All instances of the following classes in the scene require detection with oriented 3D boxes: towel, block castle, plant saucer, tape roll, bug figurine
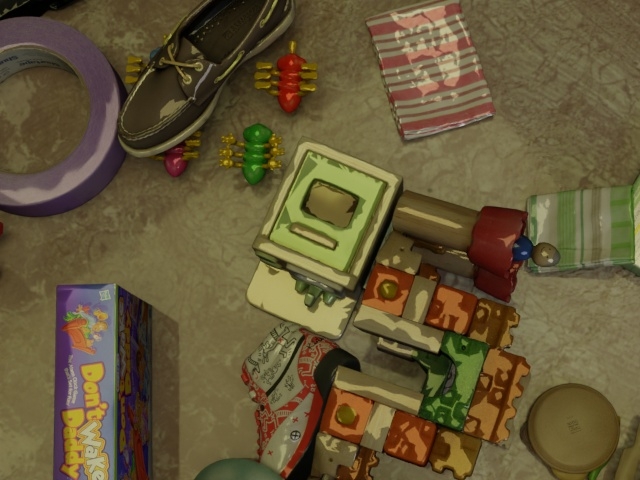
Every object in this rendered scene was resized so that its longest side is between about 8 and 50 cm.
[{"bbox_3d":[0.355,-0.017,1.674,0.152,0.023,0.113,-7,76,32],"label":"towel"},{"bbox_3d":[0.149,0.181,1.549,0.213,0.303,0.453,18,81,12],"label":"block castle"},{"bbox_3d":[-0.104,0.385,1.612,0.195,0.037,0.195,6,104,24],"label":"plant saucer"},{"bbox_3d":[-0.413,-0.175,1.747,0.275,0.090,0.275,0,80,2],"label":"tape roll"},{"bbox_3d":[-0.142,-0.188,1.741,0.279,0.072,0.216,5,74,9],"label":"bug figurine"},{"bbox_3d":[0.158,-0.253,1.759,0.144,0.029,0.197,-16,80,0],"label":"towel"}]

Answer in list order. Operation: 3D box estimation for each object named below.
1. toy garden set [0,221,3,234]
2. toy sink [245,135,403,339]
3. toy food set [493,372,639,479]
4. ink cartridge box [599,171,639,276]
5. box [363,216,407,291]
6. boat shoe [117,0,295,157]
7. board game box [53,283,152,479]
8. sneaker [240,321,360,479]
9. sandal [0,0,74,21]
[{"bbox_3d":[-0.550,0.048,1.739,0.204,0.049,0.244,26,82,9],"label":"toy garden set"},{"bbox_3d":[0.000,0.000,1.672,0.153,0.131,0.234,24,83,8],"label":"toy sink"},{"bbox_3d":[0.341,0.260,1.661,0.192,0.038,0.132,21,75,12],"label":"toy food set"},{"bbox_3d":[0.523,-0.001,1.683,0.235,0.056,0.171,31,83,10],"label":"ink cartridge box"},{"bbox_3d":[0.097,0.014,1.683,0.027,0.094,0.137,23,83,7],"label":"box"},{"bbox_3d":[-0.165,-0.252,1.673,0.116,0.097,0.324,42,82,18],"label":"boat shoe"},{"bbox_3d":[-0.279,0.243,1.595,0.078,0.233,0.347,-2,81,3],"label":"board game box"},{"bbox_3d":[-0.054,0.245,1.663,0.145,0.090,0.270,30,104,35],"label":"sneaker"},{"bbox_3d":[-0.379,-0.367,1.781,0.254,0.097,0.054,-38,78,7],"label":"sandal"}]
